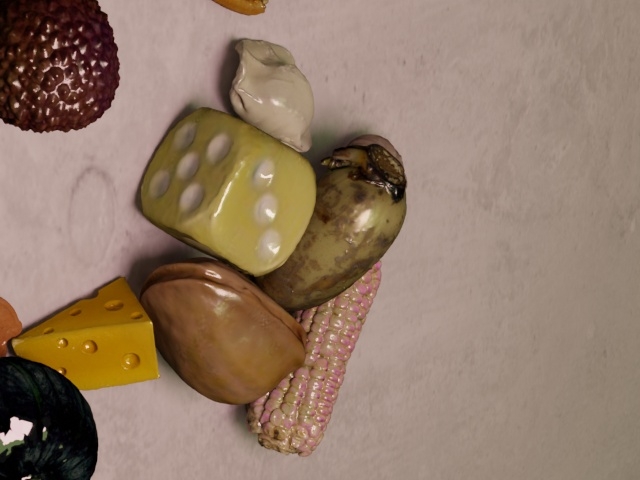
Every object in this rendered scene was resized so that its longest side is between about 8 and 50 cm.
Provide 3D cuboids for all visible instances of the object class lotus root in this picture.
[{"bbox_3d":[0.000,0.000,1.853,0.309,0.173,0.173,-41,142,25],"label":"lotus root"}]

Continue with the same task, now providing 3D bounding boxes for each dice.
[{"bbox_3d":[-0.119,-0.063,1.751,0.166,0.169,0.169,33,82,-46],"label":"dice"}]

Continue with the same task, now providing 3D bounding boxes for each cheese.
[{"bbox_3d":[-0.309,0.137,1.712,0.171,0.126,0.093,-18,124,-18],"label":"cheese"}]

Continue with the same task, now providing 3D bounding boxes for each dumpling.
[{"bbox_3d":[-0.061,-0.208,1.818,0.169,0.100,0.134,26,50,-25],"label":"dumpling"}]

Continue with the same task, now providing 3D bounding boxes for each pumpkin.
[{"bbox_3d":[-0.374,0.275,1.589,0.248,0.248,0.248,-18,118,-38],"label":"pumpkin"}]

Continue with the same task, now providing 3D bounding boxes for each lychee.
[{"bbox_3d":[-0.311,-0.216,1.501,0.188,0.188,0.188,-18,118,-38],"label":"lychee"}]

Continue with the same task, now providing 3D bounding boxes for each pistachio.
[{"bbox_3d":[-0.149,0.115,1.778,0.260,0.212,0.163,51,32,-38],"label":"pistachio"}]

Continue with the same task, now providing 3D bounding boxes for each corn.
[{"bbox_3d":[-0.006,0.156,1.963,0.126,0.126,0.335,34,74,-45],"label":"corn"}]

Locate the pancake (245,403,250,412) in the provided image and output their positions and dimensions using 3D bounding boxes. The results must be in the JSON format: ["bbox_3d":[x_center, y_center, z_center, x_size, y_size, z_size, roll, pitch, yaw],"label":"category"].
[{"bbox_3d":[-0.039,0.207,2.040,0.199,0.021,0.199,-16,115,-38],"label":"pancake"}]

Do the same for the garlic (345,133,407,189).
[{"bbox_3d":[0.067,-0.083,1.972,0.147,0.102,0.159,-62,149,-26],"label":"garlic"}]

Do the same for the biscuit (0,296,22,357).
[{"bbox_3d":[-0.428,0.128,1.640,0.130,0.019,0.102,-54,133,-12],"label":"biscuit"}]

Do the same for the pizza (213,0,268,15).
[{"bbox_3d":[-0.098,-0.403,1.717,0.188,0.062,0.199,30,83,-48],"label":"pizza"}]
